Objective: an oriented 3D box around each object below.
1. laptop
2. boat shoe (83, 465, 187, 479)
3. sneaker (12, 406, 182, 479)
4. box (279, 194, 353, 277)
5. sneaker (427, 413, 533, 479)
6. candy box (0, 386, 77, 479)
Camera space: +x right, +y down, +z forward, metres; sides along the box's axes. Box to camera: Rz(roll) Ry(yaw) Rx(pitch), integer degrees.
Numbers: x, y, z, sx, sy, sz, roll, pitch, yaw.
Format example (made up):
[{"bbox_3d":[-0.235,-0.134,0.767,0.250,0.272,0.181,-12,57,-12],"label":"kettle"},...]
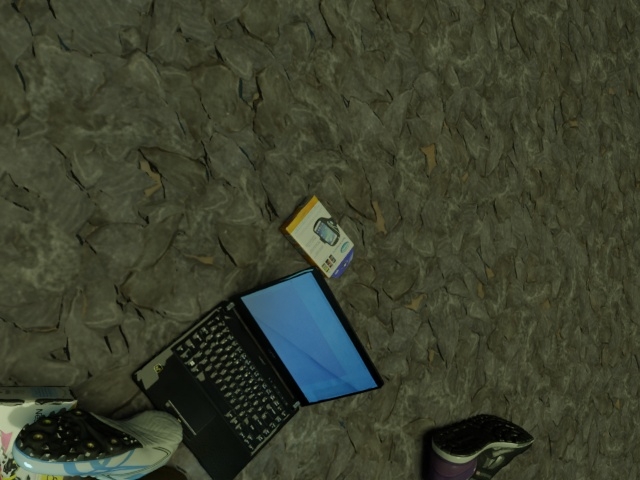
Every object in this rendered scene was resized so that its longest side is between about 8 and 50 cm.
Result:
[{"bbox_3d":[-0.078,0.203,0.677,0.264,0.136,0.234,-39,110,-28],"label":"laptop"},{"bbox_3d":[-0.245,0.330,0.619,0.135,0.050,0.045,16,93,-31],"label":"boat shoe"},{"bbox_3d":[-0.247,0.245,0.539,0.086,0.085,0.237,-57,155,-7],"label":"sneaker"},{"bbox_3d":[0.000,0.000,0.800,0.081,0.028,0.136,-51,118,-24],"label":"box"},{"bbox_3d":[0.332,0.460,0.997,0.283,0.107,0.124,4,102,-31],"label":"sneaker"},{"bbox_3d":[-0.401,0.241,0.494,0.233,0.071,0.159,11,83,-35],"label":"candy box"}]
